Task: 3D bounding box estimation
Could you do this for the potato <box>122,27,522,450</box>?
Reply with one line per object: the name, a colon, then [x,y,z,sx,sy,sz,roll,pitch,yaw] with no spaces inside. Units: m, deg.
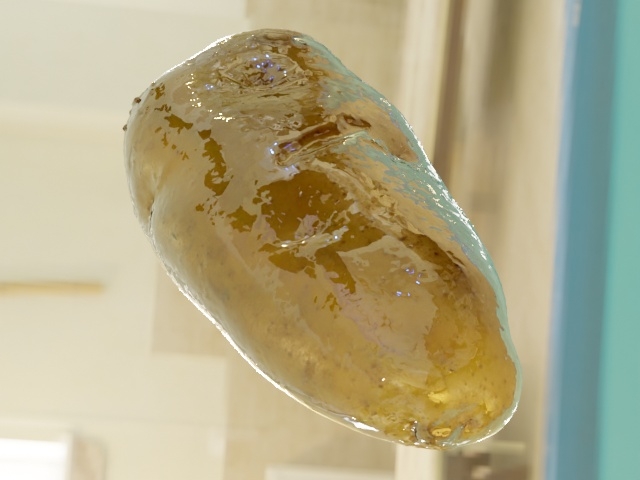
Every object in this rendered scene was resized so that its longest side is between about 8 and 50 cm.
potato: [0.000,0.000,1.130,0.176,0.195,0.369,-46,44,11]
